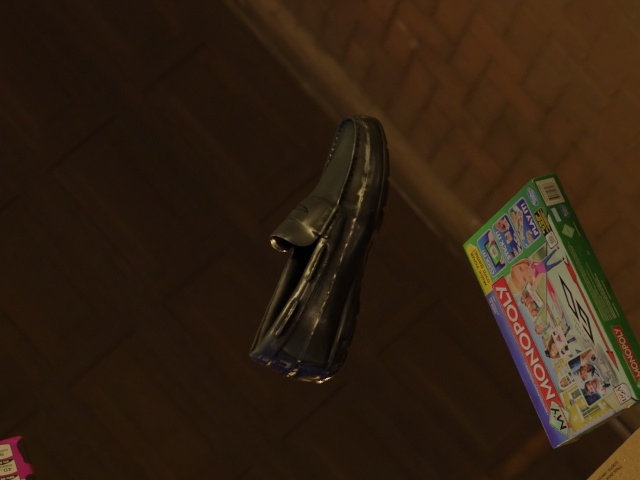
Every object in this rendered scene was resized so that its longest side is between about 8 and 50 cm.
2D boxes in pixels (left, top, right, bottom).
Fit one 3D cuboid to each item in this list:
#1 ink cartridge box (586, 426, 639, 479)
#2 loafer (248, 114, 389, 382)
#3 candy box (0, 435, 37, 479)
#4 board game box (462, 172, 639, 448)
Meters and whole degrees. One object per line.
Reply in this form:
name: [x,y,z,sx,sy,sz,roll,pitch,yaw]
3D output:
ink cartridge box: [0.297,0.178,0.863,0.193,0.235,0.088,25,-154,-27]
loafer: [0.000,0.000,1.018,0.078,0.223,0.076,18,167,-17]
candy box: [-0.224,0.212,0.731,0.233,0.159,0.071,-137,37,-60]
board game box: [0.315,0.098,1.722,0.317,0.046,0.213,67,151,17]
